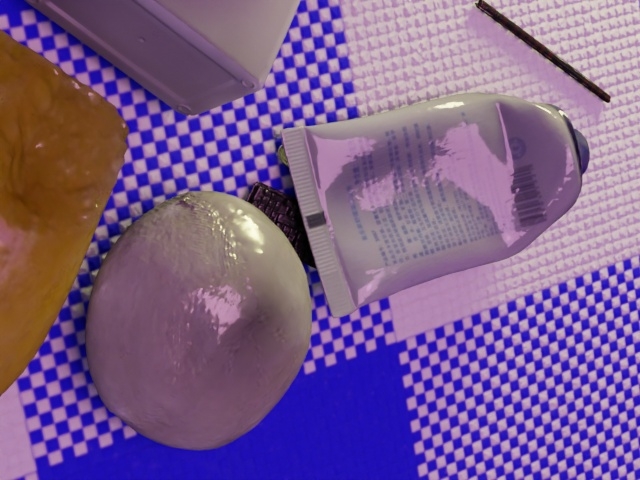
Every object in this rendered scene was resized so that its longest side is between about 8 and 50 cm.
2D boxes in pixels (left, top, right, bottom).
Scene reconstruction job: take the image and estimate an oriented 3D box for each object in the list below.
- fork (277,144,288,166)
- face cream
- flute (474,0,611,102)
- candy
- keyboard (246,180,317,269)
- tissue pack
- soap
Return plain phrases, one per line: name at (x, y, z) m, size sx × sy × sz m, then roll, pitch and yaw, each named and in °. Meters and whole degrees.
fork at (0.030, -0.059, 1.748) m, size 0.219 × 0.028 × 0.034 m, roll 36°, pitch 80°, yaw -30°
face cream at (0.163, -0.069, 1.772) m, size 0.420 × 0.137 × 0.235 m, roll -16°, pitch 92°, yaw -28°
flute at (0.305, -0.254, 1.912) m, size 0.269 × 0.014 × 0.014 m, roll 30°, pitch 79°, yaw -31°
candy at (-0.129, 0.091, 1.574) m, size 0.295 × 0.185 × 0.295 m, roll -5°, pitch 97°, yaw -38°
keyboard at (0.000, 0.000, 1.732) m, size 0.231 × 0.023 × 0.072 m, roll 24°, pitch 93°, yaw -32°
tissue pack at (-0.168, -0.265, 1.507) m, size 0.246 × 0.159 × 0.136 m, roll 37°, pitch 59°, yaw -30°
soap at (-0.383, -0.015, 1.442) m, size 0.306 × 0.115 × 0.427 m, roll 33°, pitch 77°, yaw -34°
